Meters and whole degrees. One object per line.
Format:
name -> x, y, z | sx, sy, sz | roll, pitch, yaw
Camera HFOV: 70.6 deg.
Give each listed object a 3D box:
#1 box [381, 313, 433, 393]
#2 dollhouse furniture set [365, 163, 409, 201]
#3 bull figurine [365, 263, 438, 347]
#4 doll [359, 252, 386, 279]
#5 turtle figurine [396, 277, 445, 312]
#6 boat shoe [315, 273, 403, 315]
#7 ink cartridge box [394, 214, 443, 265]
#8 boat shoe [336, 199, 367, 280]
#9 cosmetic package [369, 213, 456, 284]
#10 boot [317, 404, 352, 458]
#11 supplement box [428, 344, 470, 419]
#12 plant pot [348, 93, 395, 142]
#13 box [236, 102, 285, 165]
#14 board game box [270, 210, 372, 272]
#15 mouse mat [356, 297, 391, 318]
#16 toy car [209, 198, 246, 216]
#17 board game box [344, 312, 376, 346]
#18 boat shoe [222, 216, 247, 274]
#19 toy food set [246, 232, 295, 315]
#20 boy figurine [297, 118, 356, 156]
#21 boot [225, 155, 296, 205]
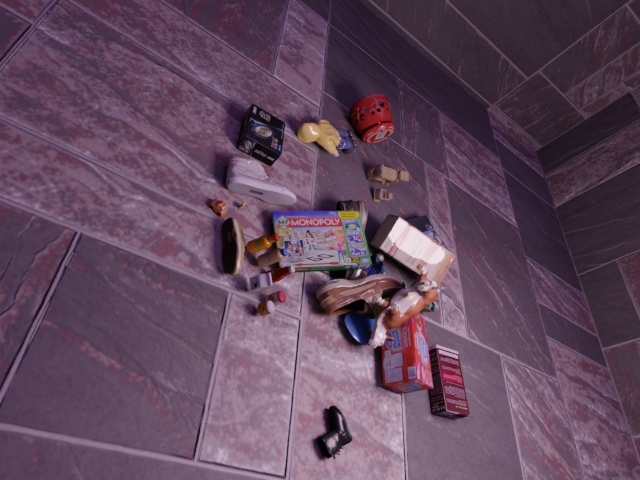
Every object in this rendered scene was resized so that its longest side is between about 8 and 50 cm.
box -> 0.291, 0.376, 1.545 | 0.122, 0.128, 0.257 | 40, 39, -41
dollhouse furniture set -> 0.301, -0.242, 2.049 | 0.181, 0.101, 0.161 | 9, 82, -39
bull figurine -> 0.258, 0.215, 1.468 | 0.310, 0.188, 0.101 | -37, 56, -13
doll -> 0.204, 0.104, 1.730 | 0.129, 0.046, 0.189 | 41, 36, -1
turtle figurine -> 0.393, 0.218, 1.757 | 0.234, 0.175, 0.118 | 22, 73, -19
boat shoe -> 0.141, 0.195, 1.523 | 0.324, 0.123, 0.117 | -5, 55, -23
ink cartridge box -> 0.403, -0.008, 1.979 | 0.332, 0.065, 0.166 | -18, 77, -47
boat shoe -> 0.091, 0.005, 1.658 | 0.130, 0.132, 0.356 | 11, 57, -7
cosmetic package -> 0.367, 0.037, 1.799 | 0.296, 0.129, 0.153 | 31, 90, -14
boot -> 0.031, 0.543, 1.276 | 0.099, 0.045, 0.121 | -16, 75, -44
supplement box -> 0.461, 0.520, 1.663 | 0.130, 0.073, 0.240 | 23, 49, -29
plant pot -> 0.247, -0.564, 2.124 | 0.191, 0.191, 0.174 | -7, 76, -45
box -> -0.215, -0.387, 1.654 | 0.147, 0.077, 0.180 | 26, 48, -27
board game box -> 0.000, 0.000, 1.526 | 0.317, 0.046, 0.214 | -2, 62, -18
mouse mat -> 0.189, 0.204, 1.646 | 0.189, 0.007, 0.153 | -13, 56, -49
toy car -> -0.291, -0.120, 1.430 | 0.122, 0.040, 0.060 | -30, 85, -48
board game box -> 0.136, 0.290, 1.553 | 0.133, 0.033, 0.169 | 42, 36, -7
boat shoe -> -0.249, 0.021, 1.361 | 0.072, 0.068, 0.190 | 29, 46, -47
toy food set -> -0.138, 0.102, 1.347 | 0.111, 0.104, 0.233 | 29, 45, -57
boy figurine -> 0.028, -0.431, 1.900 | 0.285, 0.092, 0.177 | -1, 64, -42
boot -> -0.195, -0.208, 1.536 | 0.258, 0.095, 0.124 | 16, 60, -34
